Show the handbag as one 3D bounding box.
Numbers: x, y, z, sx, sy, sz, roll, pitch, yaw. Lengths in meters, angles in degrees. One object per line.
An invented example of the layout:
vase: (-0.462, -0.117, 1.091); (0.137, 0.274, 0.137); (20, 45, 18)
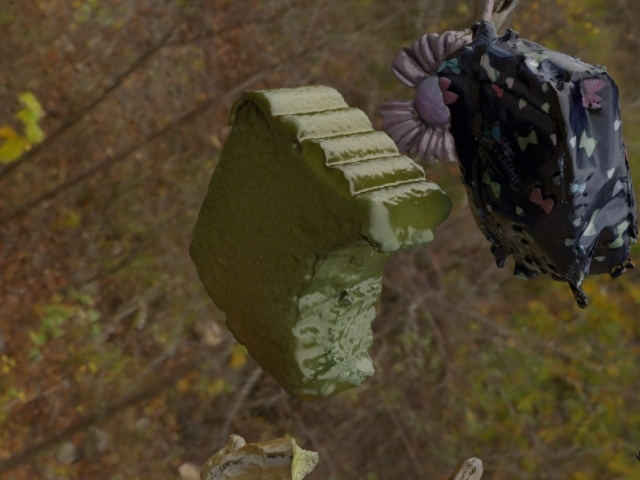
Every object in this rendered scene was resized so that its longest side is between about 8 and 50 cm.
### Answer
handbag: (0.190, -0.069, 1.209); (0.162, 0.113, 0.260); (27, -31, 42)

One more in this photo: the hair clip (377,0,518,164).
hair clip: (0.187, -0.241, 1.799); (0.173, 0.300, 0.069); (21, -10, 36)

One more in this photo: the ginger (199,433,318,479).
ginger: (-0.068, 0.248, 1.564); (0.044, 0.137, 0.057); (-141, -132, -79)

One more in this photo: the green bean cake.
green bean cake: (0.000, 0.000, 1.294); (0.124, 0.236, 0.233); (-12, 49, -40)

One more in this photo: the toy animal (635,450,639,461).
toy animal: (0.312, 0.208, 1.229); (0.108, 0.220, 0.062); (70, 3, -80)

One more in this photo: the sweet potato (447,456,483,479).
sweet potato: (0.181, 0.358, 1.921); (0.054, 0.053, 0.182); (34, 37, 15)
